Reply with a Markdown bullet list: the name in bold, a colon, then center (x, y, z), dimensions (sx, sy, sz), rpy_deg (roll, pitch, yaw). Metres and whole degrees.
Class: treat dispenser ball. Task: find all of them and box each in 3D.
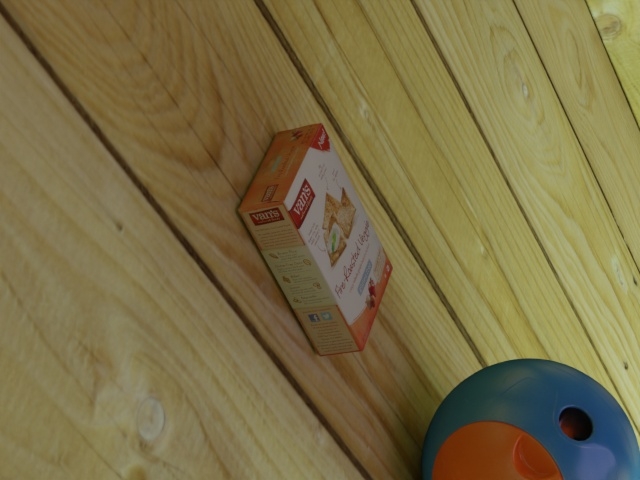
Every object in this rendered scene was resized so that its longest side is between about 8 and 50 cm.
- **treat dispenser ball**: center (0.277, 0.300, 1.811), dimensions (0.288, 0.288, 0.288), rpy_deg (28, 58, -57)

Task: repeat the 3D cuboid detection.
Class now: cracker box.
- **cracker box**: center (0.000, 0.000, 1.620), dimensions (0.232, 0.067, 0.155), rpy_deg (61, 33, -31)
